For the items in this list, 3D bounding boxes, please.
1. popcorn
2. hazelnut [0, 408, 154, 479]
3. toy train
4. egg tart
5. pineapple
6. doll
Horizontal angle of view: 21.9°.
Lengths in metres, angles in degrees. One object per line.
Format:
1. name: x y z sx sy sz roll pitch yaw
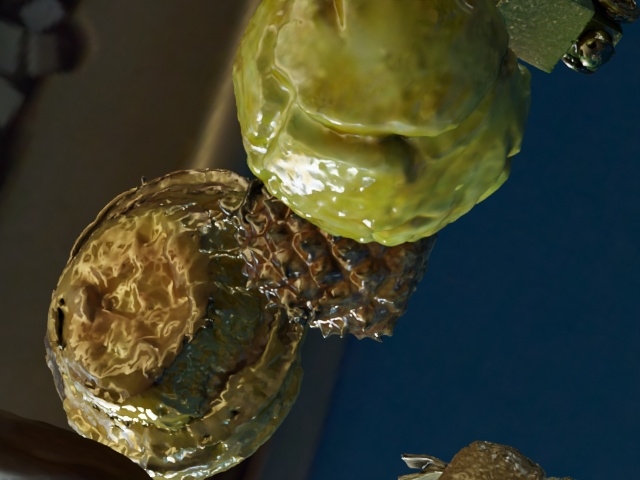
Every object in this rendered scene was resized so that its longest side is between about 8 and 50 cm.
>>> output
1. popcorn: 0.040 -0.100 1.127 0.204 0.221 0.184 -23 -137 -10
2. hazelnut: -0.325 0.327 1.461 0.402 0.429 0.402 -21 -123 37
3. toy train: 0.206 -0.241 1.507 0.090 0.137 0.225 -54 -156 32
4. egg tart: -0.168 0.080 1.734 0.352 0.150 0.352 -9 -109 26
5. pineapple: 0.000 0.000 1.449 0.166 0.193 0.166 22 90 -83
6. doll: 0.169 0.244 1.550 0.221 0.115 0.105 30 -64 29
